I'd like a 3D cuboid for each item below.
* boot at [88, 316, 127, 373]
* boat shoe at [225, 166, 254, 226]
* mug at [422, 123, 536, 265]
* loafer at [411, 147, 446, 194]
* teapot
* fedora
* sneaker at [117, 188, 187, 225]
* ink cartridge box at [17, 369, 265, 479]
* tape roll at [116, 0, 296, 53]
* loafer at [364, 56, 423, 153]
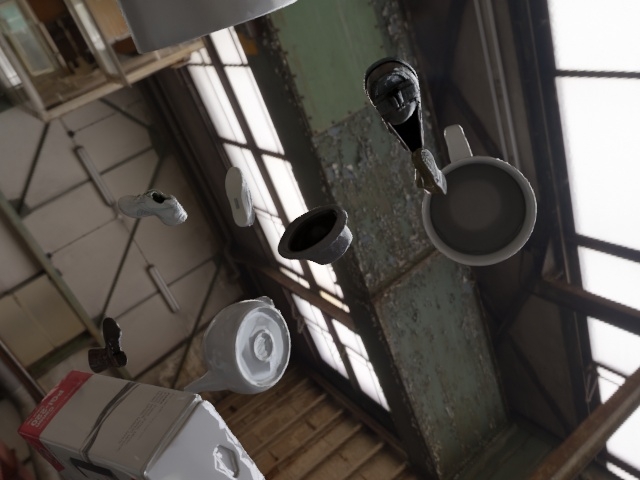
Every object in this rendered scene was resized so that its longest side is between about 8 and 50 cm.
[{"bbox_3d":[-0.443,0.214,1.154,0.114,0.106,0.037,-18,177,41],"label":"boot"},{"bbox_3d":[-0.237,-0.133,1.729,0.066,0.184,0.063,-18,176,25],"label":"boat shoe"},{"bbox_3d":[0.412,-0.136,1.559,0.277,0.373,0.328,-18,-178,15],"label":"mug"},{"bbox_3d":[0.210,-0.130,1.138,0.050,0.148,0.056,-14,-124,26],"label":"loafer"},{"bbox_3d":[-0.212,0.270,1.475,0.187,0.252,0.256,-7,171,37],"label":"teapot"},{"bbox_3d":[0.000,0.000,1.924,0.276,0.124,0.243,-18,-143,36],"label":"fedora"},{"bbox_3d":[-0.326,-0.074,1.085,0.152,0.061,0.053,10,-133,22],"label":"sneaker"},{"bbox_3d":[-0.187,0.230,0.602,0.218,0.158,0.092,-3,-143,34],"label":"ink cartridge box"},{"bbox_3d":[-0.170,-0.380,0.785,0.246,0.169,0.246,-15,-154,8],"label":"tape roll"},{"bbox_3d":[0.156,-0.246,1.071,0.096,0.267,0.084,-26,-110,11],"label":"loafer"}]
